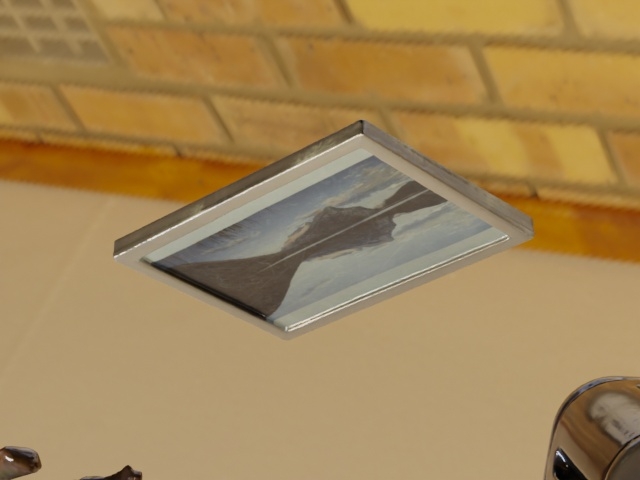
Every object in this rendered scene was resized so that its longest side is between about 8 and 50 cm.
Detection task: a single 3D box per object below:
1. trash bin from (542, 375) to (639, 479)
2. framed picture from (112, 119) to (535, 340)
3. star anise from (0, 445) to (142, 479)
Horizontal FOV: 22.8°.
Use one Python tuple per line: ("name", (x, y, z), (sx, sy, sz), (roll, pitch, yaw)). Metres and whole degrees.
("trash bin", (0.256, 0.214, 0.944), (0.182, 0.290, 0.209), (-39, -175, 1))
("framed picture", (0.000, 0.000, 0.920), (0.203, 0.150, 0.015), (-24, -128, 37))
("star anise", (-0.243, 0.257, 1.152), (0.292, 0.349, 0.109), (-39, -117, -6))
